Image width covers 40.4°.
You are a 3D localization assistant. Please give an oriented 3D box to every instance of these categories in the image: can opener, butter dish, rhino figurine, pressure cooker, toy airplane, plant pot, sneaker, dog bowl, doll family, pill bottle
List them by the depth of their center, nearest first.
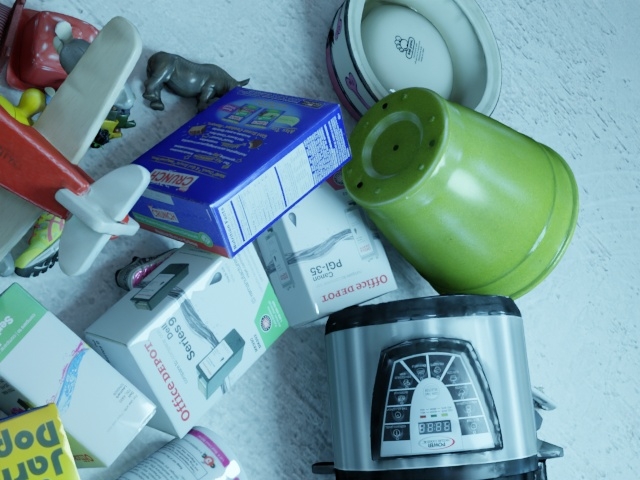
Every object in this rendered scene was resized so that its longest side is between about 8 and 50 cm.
[{"bbox_3d":[-0.432,-0.125,1.307,0.386,0.272,0.385,-10,101,-6],"label":"toy airplane"},{"bbox_3d":[-0.260,0.427,1.347,0.283,0.160,0.160,-31,94,-35],"label":"pill bottle"},{"bbox_3d":[-0.440,-0.026,1.425,0.094,0.081,0.208,40,53,-7],"label":"sneaker"},{"bbox_3d":[-0.436,-0.327,1.482,0.160,0.118,0.160,13,70,-29],"label":"butter dish"},{"bbox_3d":[-0.406,-0.204,1.484,0.193,0.111,0.076,10,40,-26],"label":"doll family"},{"bbox_3d":[-0.287,0.049,1.501,0.170,0.074,0.063,-26,118,-55],"label":"sneaker"},{"bbox_3d":[0.202,0.318,1.541,0.375,0.370,0.421,3,78,-36],"label":"pressure cooker"},{"bbox_3d":[0.234,-0.103,1.632,0.353,0.366,0.367,30,61,-41],"label":"plant pot"},{"bbox_3d":[-0.219,-0.285,1.633,0.243,0.073,0.106,10,74,-31],"label":"rhino figurine"},{"bbox_3d":[0.388,0.303,1.839,0.280,0.074,0.093,38,60,-17],"label":"can opener"},{"bbox_3d":[0.189,-0.389,1.872,0.408,0.150,0.408,9,72,-29],"label":"dog bowl"}]

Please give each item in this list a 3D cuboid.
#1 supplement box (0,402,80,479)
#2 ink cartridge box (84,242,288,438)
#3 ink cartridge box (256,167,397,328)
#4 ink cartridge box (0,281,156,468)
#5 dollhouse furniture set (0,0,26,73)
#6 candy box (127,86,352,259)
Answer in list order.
[{"bbox_3d":[-0.452,0.346,1.133,0.194,0.356,0.195,-17,86,-35],"label":"supplement box"},{"bbox_3d":[-0.211,0.148,1.437,0.289,0.121,0.211,-46,127,-34],"label":"ink cartridge box"},{"bbox_3d":[0.000,0.000,1.659,0.207,0.117,0.283,-17,85,-35],"label":"ink cartridge box"},{"bbox_3d":[-0.408,0.210,1.293,0.278,0.201,0.117,45,58,-14],"label":"ink cartridge box"},{"bbox_3d":[-0.578,-0.462,1.412,0.201,0.152,0.374,16,68,-27],"label":"dollhouse furniture set"},{"bbox_3d":[-0.149,-0.127,1.494,0.317,0.268,0.122,-41,130,-31],"label":"candy box"}]
